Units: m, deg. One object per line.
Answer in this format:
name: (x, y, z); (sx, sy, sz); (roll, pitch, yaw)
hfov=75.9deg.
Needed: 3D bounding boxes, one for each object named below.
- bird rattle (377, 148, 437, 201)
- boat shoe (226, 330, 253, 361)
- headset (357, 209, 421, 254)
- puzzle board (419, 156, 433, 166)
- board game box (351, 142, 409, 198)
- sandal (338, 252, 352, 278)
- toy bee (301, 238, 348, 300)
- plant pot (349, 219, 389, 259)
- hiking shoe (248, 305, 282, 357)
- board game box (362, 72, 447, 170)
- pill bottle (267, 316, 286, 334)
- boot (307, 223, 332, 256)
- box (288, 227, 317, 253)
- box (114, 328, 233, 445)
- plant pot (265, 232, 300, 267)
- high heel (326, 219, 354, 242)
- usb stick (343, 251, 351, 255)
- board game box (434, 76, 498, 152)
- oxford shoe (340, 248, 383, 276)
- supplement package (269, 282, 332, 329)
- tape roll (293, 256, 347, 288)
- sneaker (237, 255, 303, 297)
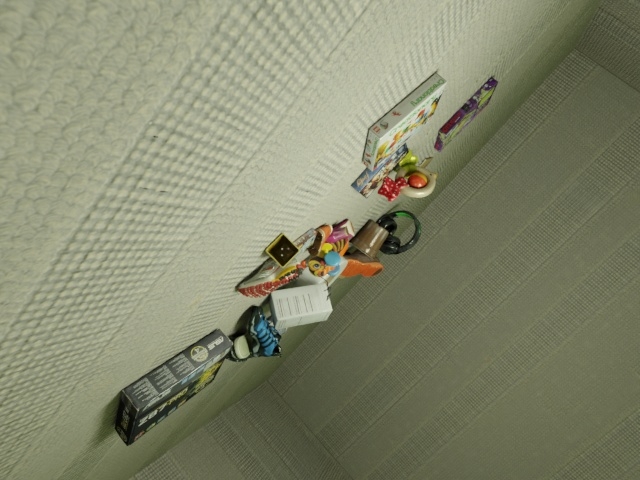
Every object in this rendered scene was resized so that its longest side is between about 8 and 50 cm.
bird rattle: (0.363, -0.249, 1.672); (0.253, 0.206, 0.143); (-53, 157, -41)
boat shoe: (-0.358, 0.480, 1.839); (0.113, 0.127, 0.340); (-15, 174, 5)
headset: (0.392, -0.016, 2.365); (0.394, 0.244, 0.185); (-21, 147, 22)
puzzle board: (0.542, -0.396, 2.162); (0.128, 0.011, 0.096); (-24, 156, -54)
board game box: (0.226, -0.270, 1.532); (0.243, 0.042, 0.165); (-48, 166, 10)
sandal: (0.160, 0.169, 2.494); (0.079, 0.088, 0.240); (-39, 171, -49)
toy bee: (0.008, 0.087, 1.762); (0.298, 0.162, 0.195); (-59, 162, -54)
plant pot: (0.268, -0.010, 2.173); (0.165, 0.167, 0.167); (-54, 166, 4)
hiking shoe: (-0.229, 0.384, 1.743); (0.113, 0.132, 0.304); (-84, 176, -47)
board game box: (0.266, -0.376, 1.324); (0.305, 0.053, 0.193); (-42, 165, -14)
pill bottle: (-0.231, 0.437, 2.073); (0.180, 0.108, 0.108); (-24, 155, -55)
boot: (0.000, 0.000, 1.620); (0.084, 0.059, 0.158); (-40, 165, -41)
box: (-0.076, 0.019, 1.509); (0.137, 0.027, 0.094); (-38, 166, -29)
box: (-0.526, 0.521, 1.485); (0.395, 0.097, 0.318); (-30, 156, -48)
plant pot: (-0.118, 0.036, 1.333); (0.081, 0.081, 0.083); (-45, 175, -3)
high heel: (0.077, -0.031, 1.768); (0.117, 0.082, 0.244); (-17, -171, 15)
usb stick: (0.077, 0.176, 2.361); (0.278, 0.045, 0.077); (-48, 165, 9)
board game box: (0.688, -0.592, 1.959); (0.347, 0.056, 0.208); (-45, 162, -2)
oxford shoe: (0.183, 0.116, 2.268); (0.363, 0.133, 0.130); (11, 134, -39)
supplement package: (-0.091, 0.288, 1.799); (0.244, 0.134, 0.139); (-7, 152, -18)
tape roll: (0.002, 0.169, 2.012); (0.286, 0.100, 0.286); (-43, 166, -13)
sneaker: (-0.174, 0.120, 1.393); (0.225, 0.093, 0.088); (-24, 148, -12)
